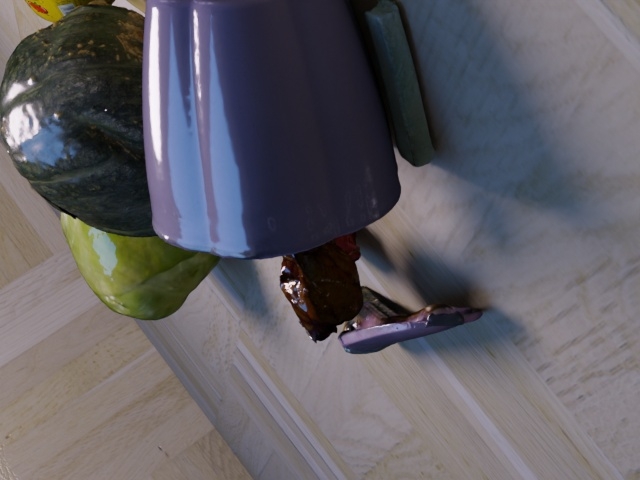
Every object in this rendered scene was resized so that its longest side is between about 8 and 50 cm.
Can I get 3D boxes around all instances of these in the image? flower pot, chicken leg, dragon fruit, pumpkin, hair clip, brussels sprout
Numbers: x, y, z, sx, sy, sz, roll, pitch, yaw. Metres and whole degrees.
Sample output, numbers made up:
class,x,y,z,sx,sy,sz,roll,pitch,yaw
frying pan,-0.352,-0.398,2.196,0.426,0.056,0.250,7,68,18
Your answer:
class,x,y,z,sx,sy,sz,roll,pitch,yaw
flower pot,-0.065,-0.147,1.142,0.265,0.265,0.243,31,140,51
chicken leg,-0.010,0.027,1.306,0.304,0.093,0.113,65,-178,-69
dragon fruit,0.000,-0.002,1.486,0.081,0.086,0.116,26,-159,-44
pumpkin,-0.268,-0.161,1.536,0.327,0.258,0.291,67,-163,-55
hair clip,0.085,0.102,1.418,0.110,0.095,0.359,26,173,-10
brussels sprout,-0.310,-0.012,1.999,0.328,0.247,0.328,158,90,-82

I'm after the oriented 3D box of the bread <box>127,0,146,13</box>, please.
class,x,y,z,sx,sy,sz,roll,pitch,yaw
bread,-0.233,-0.399,1.236,0.388,0.183,0.236,45,-174,16

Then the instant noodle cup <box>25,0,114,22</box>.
class,x,y,z,sx,sy,sz,roll,pitch,yaw
instant noodle cup,-0.351,-0.384,1.574,0.182,0.182,0.144,48,169,21

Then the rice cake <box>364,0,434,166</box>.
class,x,y,z,sx,sy,sz,roll,pitch,yaw
rice cake,0.075,-0.149,1.127,0.042,0.030,0.180,42,157,47
